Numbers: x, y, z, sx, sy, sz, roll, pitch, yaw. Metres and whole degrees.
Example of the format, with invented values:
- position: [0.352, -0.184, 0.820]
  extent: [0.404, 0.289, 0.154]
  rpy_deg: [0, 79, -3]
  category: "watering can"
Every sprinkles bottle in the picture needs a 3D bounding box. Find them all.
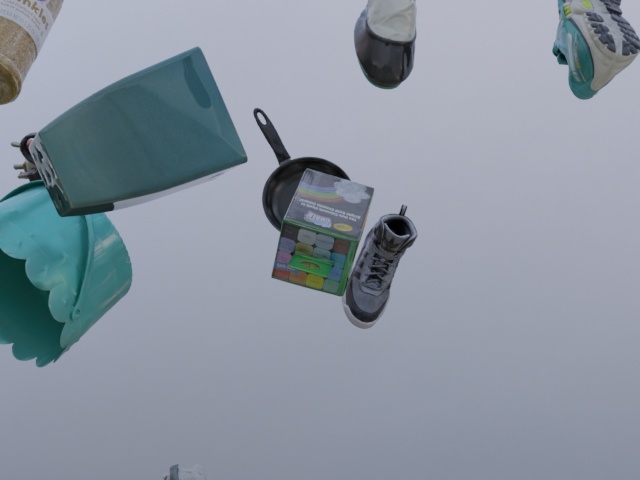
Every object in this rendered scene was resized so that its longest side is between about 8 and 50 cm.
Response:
- position: [-0.500, -0.387, 1.573]
  extent: [0.121, 0.355, 0.121]
  rpy_deg: [7, -37, 5]
  category: "sprinkles bottle"

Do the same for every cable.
- position: [-0.443, -0.144, 1.760]
  extent: [0.287, 0.072, 0.139]
  rpy_deg: [1, -56, 2]
  category: "cable"

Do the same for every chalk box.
- position: [0.000, 0.000, 1.601]
  extent: [0.132, 0.213, 0.132]
  rpy_deg: [17, -51, 3]
  category: "chalk box"

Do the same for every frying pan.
- position: [-0.075, -0.122, 2.011]
  extent: [0.326, 0.197, 0.053]
  rpy_deg: [36, -19, 15]
  category: "frying pan"

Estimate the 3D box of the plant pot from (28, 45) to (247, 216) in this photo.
- position: [-0.255, -0.129, 1.262]
  extent: [0.234, 0.165, 0.165]
  rpy_deg: [-24, 4, -25]
  category: "plant pot"

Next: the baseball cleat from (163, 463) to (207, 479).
- position: [-0.150, 0.358, 1.215]
  extent: [0.072, 0.109, 0.206]
  rpy_deg: [-9, -43, 3]
  category: "baseball cleat"

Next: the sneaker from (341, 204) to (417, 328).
- position: [0.124, 0.045, 1.968]
  extent: [0.101, 0.268, 0.153]
  rpy_deg: [22, -32, -3]
  category: "sneaker"

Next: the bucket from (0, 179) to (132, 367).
- position: [-0.456, 0.045, 1.539]
  extent: [0.281, 0.183, 0.281]
  rpy_deg: [23, -46, 26]
  category: "bucket"

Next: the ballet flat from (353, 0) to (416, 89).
- position: [0.103, -0.345, 1.422]
  extent: [0.095, 0.280, 0.096]
  rpy_deg: [10, -46, -6]
  category: "ballet flat"

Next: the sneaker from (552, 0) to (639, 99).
- position: [0.371, -0.313, 1.369]
  extent: [0.107, 0.275, 0.110]
  rpy_deg: [17, -48, -15]
  category: "sneaker"
